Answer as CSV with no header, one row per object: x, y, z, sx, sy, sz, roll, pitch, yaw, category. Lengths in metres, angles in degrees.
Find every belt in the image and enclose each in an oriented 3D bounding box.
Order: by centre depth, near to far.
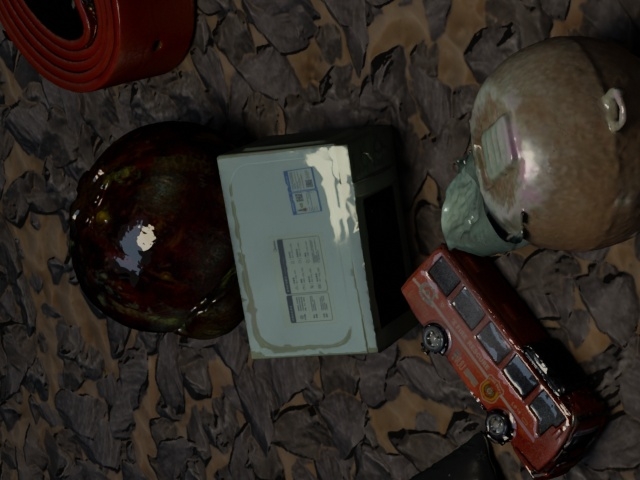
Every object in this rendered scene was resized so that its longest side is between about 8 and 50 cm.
-0.275,-0.309,2.020,0.324,0.115,0.227,53,135,22,belt

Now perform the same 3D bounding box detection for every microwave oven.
0.000,0.000,1.796,0.162,0.122,0.208,-4,101,26,microwave oven

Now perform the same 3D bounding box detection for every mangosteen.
-0.127,0.008,1.928,0.289,0.231,0.231,33,139,-14,mangosteen

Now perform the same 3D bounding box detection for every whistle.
0.200,-0.065,1.576,0.189,0.189,0.348,66,159,7,whistle

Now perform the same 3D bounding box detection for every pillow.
0.113,0.295,1.836,0.208,0.055,0.141,-35,67,36,pillow

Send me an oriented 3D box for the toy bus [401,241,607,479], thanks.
0.170,0.110,1.712,0.235,0.074,0.096,52,129,23,toy bus
